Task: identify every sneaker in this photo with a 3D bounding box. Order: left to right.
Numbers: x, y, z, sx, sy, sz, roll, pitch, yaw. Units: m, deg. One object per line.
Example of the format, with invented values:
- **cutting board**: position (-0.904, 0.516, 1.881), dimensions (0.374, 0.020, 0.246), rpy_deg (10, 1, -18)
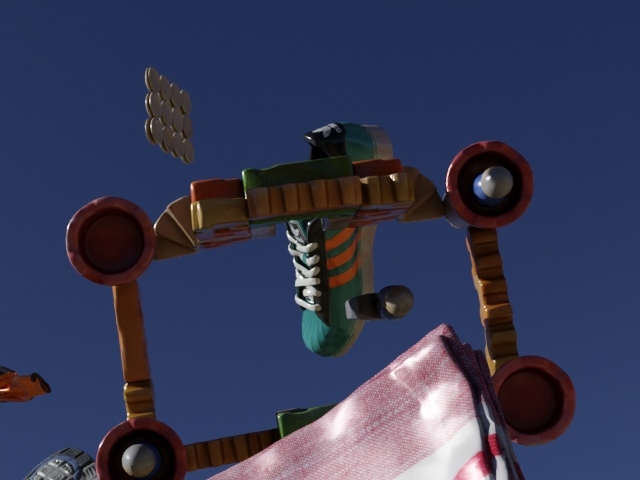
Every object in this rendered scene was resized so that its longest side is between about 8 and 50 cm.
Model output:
- **sneaker**: position (-0.229, 0.335, 1.550), dimensions (0.111, 0.297, 0.129), rpy_deg (-39, -58, -23)
- **sneaker**: position (0.000, 0.000, 1.684), dimensions (0.121, 0.108, 0.302), rpy_deg (1, -77, -35)

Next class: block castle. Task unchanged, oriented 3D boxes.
- **block castle**: position (-0.002, 0.076, 1.317), dimensions (0.453, 0.303, 0.213), rpy_deg (-9, -6, -3)

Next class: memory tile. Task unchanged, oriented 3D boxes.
- **memory tile**: position (-0.212, -0.173, 1.896), dimensions (0.012, 0.113, 0.148), rpy_deg (-9, -13, 16)

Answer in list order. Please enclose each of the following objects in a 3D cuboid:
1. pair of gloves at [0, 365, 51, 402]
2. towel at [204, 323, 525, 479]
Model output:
- **pair of gloves**: position (-0.223, 0.081, 0.889), dimensions (0.074, 0.010, 0.083), rpy_deg (-13, -49, 41)
- **towel**: position (-0.002, 0.201, 0.559), dimensions (0.237, 0.329, 0.037), rpy_deg (-35, -57, 16)
